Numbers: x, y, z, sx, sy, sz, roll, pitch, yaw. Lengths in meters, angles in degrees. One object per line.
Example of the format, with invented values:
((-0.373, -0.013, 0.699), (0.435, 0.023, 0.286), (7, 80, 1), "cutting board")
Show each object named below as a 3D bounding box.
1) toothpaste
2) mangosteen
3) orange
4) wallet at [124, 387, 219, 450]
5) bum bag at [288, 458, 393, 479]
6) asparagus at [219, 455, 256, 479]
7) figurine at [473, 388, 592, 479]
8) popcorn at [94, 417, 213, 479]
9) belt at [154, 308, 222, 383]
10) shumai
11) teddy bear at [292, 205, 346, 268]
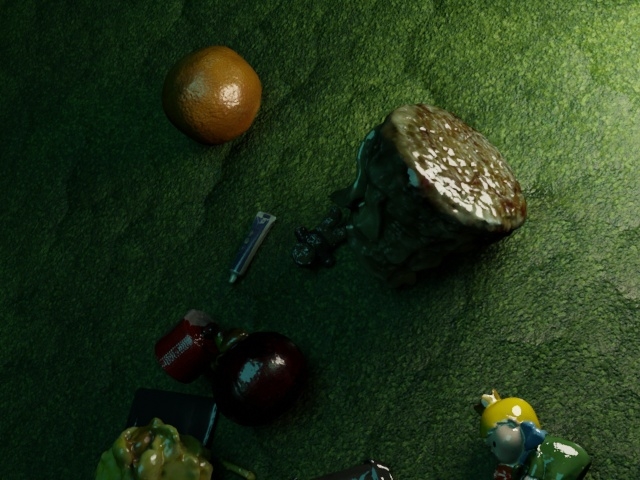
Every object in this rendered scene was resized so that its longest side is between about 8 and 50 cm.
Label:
((-0.172, 0.018, 2.158), (0.057, 0.035, 0.197), (20, 73, 28), "toothpaste")
((-0.135, 0.279, 1.893), (0.216, 0.216, 0.216), (-12, 61, 23), "mangosteen")
((-0.276, -0.376, 2.291), (0.264, 0.264, 0.264), (-12, 61, 23), "orange")
((-0.346, 0.412, 2.062), (0.244, 0.025, 0.124), (2, 67, 30), "wallet")
((0.023, 0.524, 1.779), (0.326, 0.079, 0.142), (-14, 68, 18), "bum bag")
((-0.185, 0.496, 1.935), (0.108, 0.021, 0.025), (18, 77, 34), "asparagus")
((0.360, 0.397, 1.638), (0.234, 0.127, 0.185), (34, 93, 26), "figurine")
((-0.357, 0.500, 1.909), (0.256, 0.255, 0.195), (-2, 43, -1), "popcorn")
((-0.286, 0.234, 2.022), (0.124, 0.201, 0.128), (-41, 94, 9), "belt")
((0.202, -0.061, 1.854), (0.348, 0.395, 0.395), (-53, 49, 28), "shumai")
((0.002, -0.001, 2.052), (0.160, 0.078, 0.119), (-40, 88, -2), "teddy bear")
